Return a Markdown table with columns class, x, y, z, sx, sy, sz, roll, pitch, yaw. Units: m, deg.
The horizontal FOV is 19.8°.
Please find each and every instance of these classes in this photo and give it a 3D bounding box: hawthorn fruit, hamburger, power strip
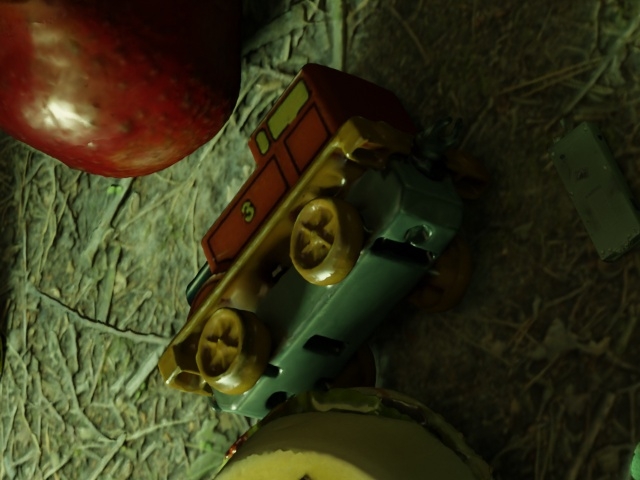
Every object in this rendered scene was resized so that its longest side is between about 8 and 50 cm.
| class | x | y | z | sx | sy | sz | roll | pitch | yaw |
| --- | --- | --- | --- | --- | --- | --- | --- | --- | --- |
| hawthorn fruit | -0.223 | -0.197 | 1.775 | 0.265 | 0.307 | 0.265 | -16 | 68 | 45 |
| hamburger | 0.030 | 0.272 | 1.562 | 0.302 | 0.170 | 0.302 | 5 | 101 | 29 |
| power strip | 0.231 | -0.047 | 1.531 | 0.051 | 0.019 | 0.136 | -42 | 59 | 33 |

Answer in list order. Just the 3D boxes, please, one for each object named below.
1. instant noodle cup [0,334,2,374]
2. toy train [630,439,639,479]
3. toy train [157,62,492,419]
| class | x | y | z | sx | sy | sz | roll | pitch | yaw |
| --- | --- | --- | --- | --- | --- | --- | --- | --- | --- |
| instant noodle cup | -0.450 | 0.127 | 2.047 | 0.182 | 0.144 | 0.182 | -8 | 78 | 40 |
| toy train | 0.349 | 0.255 | 1.330 | 0.307 | 0.126 | 0.190 | 35 | 147 | 39 |
| toy train | 0.000 | 0.000 | 1.646 | 0.369 | 0.163 | 0.232 | -51 | 41 | 27 |
